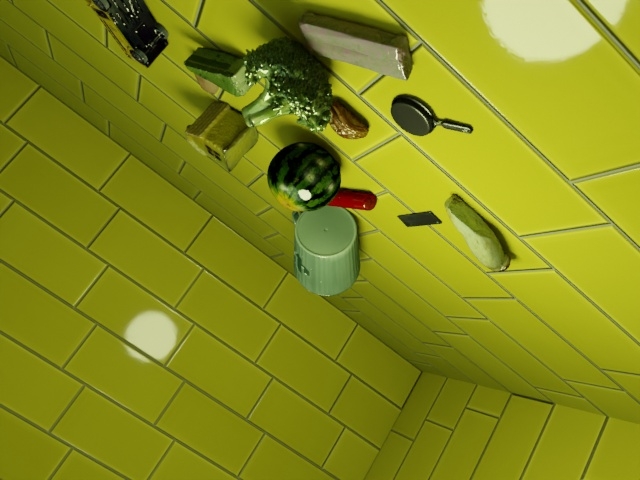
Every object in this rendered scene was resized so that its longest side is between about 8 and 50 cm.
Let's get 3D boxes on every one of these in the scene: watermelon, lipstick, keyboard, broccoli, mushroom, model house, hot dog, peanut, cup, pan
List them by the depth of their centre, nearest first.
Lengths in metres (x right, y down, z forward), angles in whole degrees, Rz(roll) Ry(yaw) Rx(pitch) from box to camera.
[{"bbox_3d":[0.281,-0.308,1.378,0.235,0.028,0.136,24,161,30],"label":"pan"},{"bbox_3d":[-0.086,-0.414,1.428,0.259,0.235,0.288,0,136,52],"label":"broccoli"},{"bbox_3d":[0.075,-0.351,1.579,0.147,0.065,0.099,36,173,-16],"label":"hot dog"},{"bbox_3d":[0.504,-0.013,1.690,0.107,0.087,0.333,12,151,52],"label":"mushroom"},{"bbox_3d":[-0.395,-0.564,1.841,0.076,0.076,0.152,28,167,17],"label":"peanut"},{"bbox_3d":[-0.059,-0.221,1.871,0.269,0.269,0.269,30,163,11],"label":"watermelon"},{"bbox_3d":[0.354,-0.075,1.913,0.067,0.011,0.202,42,161,-19],"label":"keyboard"},{"bbox_3d":[-0.386,-0.417,2.031,0.234,0.193,0.175,35,164,6],"label":"model house"},{"bbox_3d":[0.100,-0.159,2.048,0.279,0.073,0.073,12,153,50],"label":"lipstick"},{"bbox_3d":[-0.011,0.020,2.363,0.400,0.310,0.392,27,157,14],"label":"cup"}]

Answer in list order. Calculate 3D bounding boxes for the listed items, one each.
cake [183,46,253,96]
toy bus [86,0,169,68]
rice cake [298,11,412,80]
[{"bbox_3d":[-0.327,-0.560,1.680,0.235,0.100,0.099,31,161,9],"label":"cake"},{"bbox_3d":[-0.636,-0.728,1.711,0.151,0.145,0.331,27,163,26],"label":"toy bus"},{"bbox_3d":[0.081,-0.470,1.269,0.298,0.050,0.106,25,162,26],"label":"rice cake"}]
